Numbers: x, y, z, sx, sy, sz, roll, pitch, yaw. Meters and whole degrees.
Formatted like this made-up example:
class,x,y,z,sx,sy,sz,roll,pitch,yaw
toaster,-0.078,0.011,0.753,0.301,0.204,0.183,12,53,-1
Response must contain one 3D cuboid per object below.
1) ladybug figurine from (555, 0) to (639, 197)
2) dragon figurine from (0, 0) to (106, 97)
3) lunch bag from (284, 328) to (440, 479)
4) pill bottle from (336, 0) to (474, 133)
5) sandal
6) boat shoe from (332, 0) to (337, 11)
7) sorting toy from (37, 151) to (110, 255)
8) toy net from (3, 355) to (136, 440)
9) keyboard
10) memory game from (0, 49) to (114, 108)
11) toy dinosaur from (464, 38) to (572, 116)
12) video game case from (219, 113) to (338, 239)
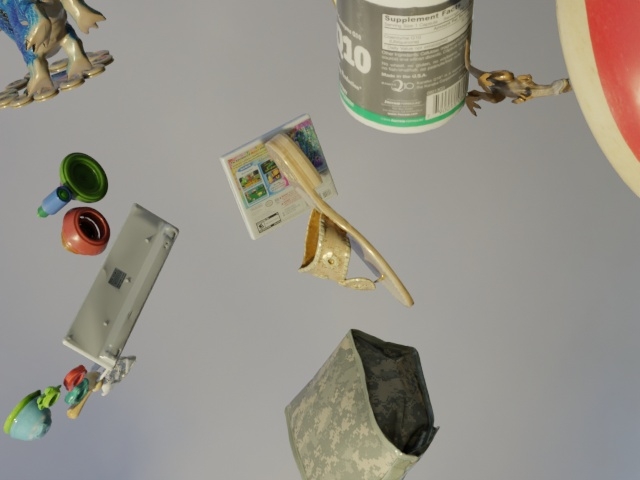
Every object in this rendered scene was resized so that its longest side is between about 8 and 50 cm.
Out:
class,x,y,z,sx,sy,sz,roll,pitch,yaw
ladybug figurine,0.460,-0.233,1.879,0.305,0.162,0.449,-27,-88,-30
dragon figurine,-0.279,-0.237,1.431,0.144,0.085,0.289,55,158,14
lunch bag,0.076,0.336,2.542,0.169,0.235,0.287,19,-144,-27
pill bottle,0.124,-0.350,2.191,0.361,0.204,0.204,88,-167,-46
sandal,-0.001,0.000,1.637,0.240,0.079,0.088,53,172,-10
boat shoe,0.048,-0.376,2.315,0.152,0.049,0.056,44,-127,-53
sorting toy,-0.228,-0.029,1.375,0.061,0.042,0.102,14,-125,-40
toy net,-0.329,0.189,2.030,0.232,0.045,0.122,-35,-25,-53
keyboard,-0.249,0.054,1.900,0.014,0.072,0.256,-55,10,45
memory game,-0.380,-0.230,2.137,0.012,0.186,0.186,70,-154,-21
toy dinosaur,0.239,-0.211,2.030,0.112,0.211,0.064,-19,-59,-41
video game case,-0.062,-0.098,2.296,0.157,0.019,0.143,-29,-66,-18
